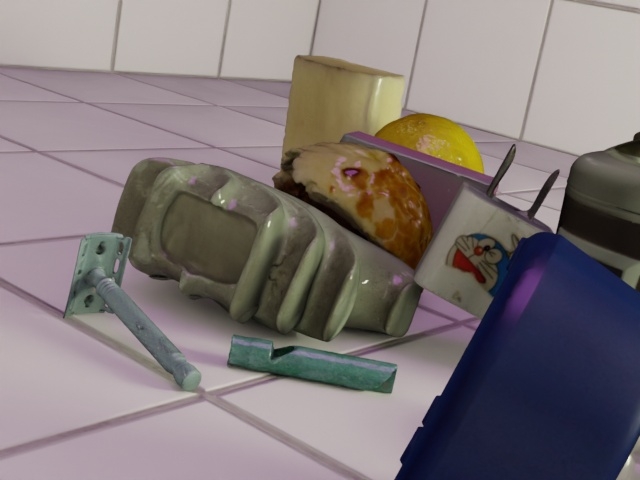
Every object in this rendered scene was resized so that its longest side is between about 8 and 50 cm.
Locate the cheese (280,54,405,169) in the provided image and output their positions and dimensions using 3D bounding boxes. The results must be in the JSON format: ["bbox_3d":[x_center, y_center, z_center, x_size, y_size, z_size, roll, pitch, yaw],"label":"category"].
[{"bbox_3d":[0.042,-0.239,2.153,0.124,0.266,0.242,-7,22,-44],"label":"cheese"}]

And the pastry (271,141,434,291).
[{"bbox_3d":[0.071,-0.048,1.484,0.236,0.170,0.256,22,-24,33],"label":"pastry"}]

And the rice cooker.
[{"bbox_3d":[0.441,0.036,1.261,0.335,0.325,0.335,10,14,-3],"label":"rice cooker"}]

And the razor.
[{"bbox_3d":[-0.201,0.089,1.118,0.068,0.106,0.232,-2,29,-40],"label":"razor"}]

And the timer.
[{"bbox_3d":[0.269,0.194,0.795,0.383,0.270,0.270,29,18,10],"label":"timer"}]

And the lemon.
[{"bbox_3d":[0.184,-0.117,1.869,0.236,0.236,0.263,3,35,-27],"label":"lemon"}]

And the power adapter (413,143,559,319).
[{"bbox_3d":[0.219,-0.016,1.272,0.130,0.205,0.125,27,12,3],"label":"power adapter"}]

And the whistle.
[{"bbox_3d":[-0.009,0.137,1.134,0.186,0.039,0.039,11,14,1],"label":"whistle"}]

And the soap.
[{"bbox_3d":[0.136,-0.052,1.639,0.259,0.181,0.081,20,16,19],"label":"soap"}]

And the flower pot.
[{"bbox_3d":[-0.069,0.016,1.308,0.367,0.165,0.254,25,7,31],"label":"flower pot"}]
